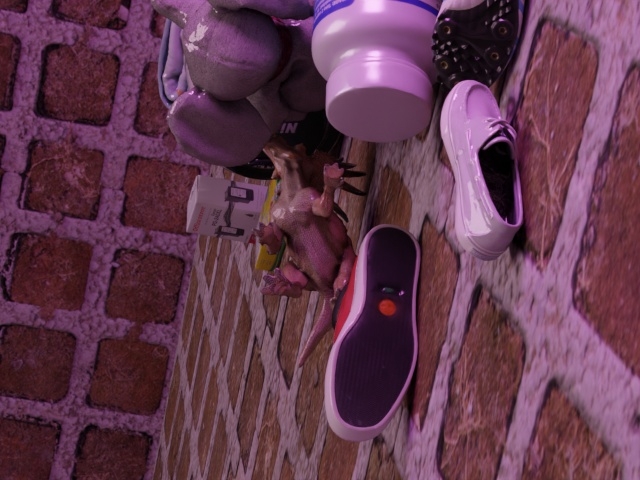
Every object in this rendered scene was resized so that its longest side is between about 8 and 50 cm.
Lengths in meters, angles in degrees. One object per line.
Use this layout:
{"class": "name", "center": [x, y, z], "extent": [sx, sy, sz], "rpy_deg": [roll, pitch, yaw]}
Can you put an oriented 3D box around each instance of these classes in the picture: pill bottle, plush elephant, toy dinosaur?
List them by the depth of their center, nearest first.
{"class": "pill bottle", "center": [0.068, -0.249, 1.677], "extent": [0.152, 0.152, 0.272], "rpy_deg": [118, 159, -61]}
{"class": "plush elephant", "center": [-0.083, -0.235, 1.835], "extent": [0.330, 0.255, 0.272], "rpy_deg": [43, 114, 44]}
{"class": "toy dinosaur", "center": [0.000, 0.000, 1.927], "extent": [0.200, 0.127, 0.295], "rpy_deg": [-25, -75, -78]}

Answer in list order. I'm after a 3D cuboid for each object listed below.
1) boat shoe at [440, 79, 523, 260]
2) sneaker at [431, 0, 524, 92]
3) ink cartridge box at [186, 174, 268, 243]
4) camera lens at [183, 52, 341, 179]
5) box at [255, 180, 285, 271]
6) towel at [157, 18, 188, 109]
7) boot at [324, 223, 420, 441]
{"class": "boat shoe", "center": [0.147, -0.073, 1.354], "extent": [0.063, 0.066, 0.184], "rpy_deg": [-46, 31, 48]}
{"class": "sneaker", "center": [0.157, -0.248, 1.432], "extent": [0.086, 0.085, 0.237], "rpy_deg": [-35, -44, -67]}
{"class": "ink cartridge box", "center": [-0.158, -0.053, 2.738], "extent": [0.109, 0.150, 0.063], "rpy_deg": [115, 162, -57]}
{"class": "camera lens", "center": [-0.085, -0.237, 2.255], "extent": [0.274, 0.219, 0.219], "rpy_deg": [-105, 26, -52]}
{"class": "box", "center": [-0.073, -0.046, 2.580], "extent": [0.105, 0.043, 0.179], "rpy_deg": [-91, 12, -45]}
{"class": "towel", "center": [-0.102, -0.402, 2.461], "extent": [0.090, 0.320, 0.374], "rpy_deg": [38, 131, 25]}
{"class": "boot", "center": [0.045, 0.126, 1.675], "extent": [0.176, 0.088, 0.244], "rpy_deg": [116, 169, -59]}
